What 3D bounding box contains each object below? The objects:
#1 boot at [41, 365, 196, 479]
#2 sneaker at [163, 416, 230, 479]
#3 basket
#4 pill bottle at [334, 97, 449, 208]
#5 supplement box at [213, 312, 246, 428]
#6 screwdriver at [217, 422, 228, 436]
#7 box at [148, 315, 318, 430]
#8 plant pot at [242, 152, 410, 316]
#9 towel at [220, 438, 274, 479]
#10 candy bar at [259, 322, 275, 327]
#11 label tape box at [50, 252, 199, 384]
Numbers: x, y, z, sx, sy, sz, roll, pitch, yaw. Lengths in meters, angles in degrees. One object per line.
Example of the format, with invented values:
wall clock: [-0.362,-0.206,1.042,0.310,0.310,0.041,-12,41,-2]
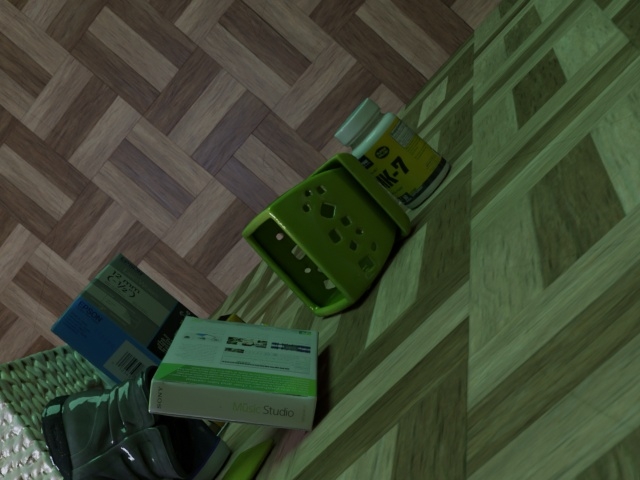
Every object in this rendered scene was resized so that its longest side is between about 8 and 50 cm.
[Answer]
boot: [-0.288,0.377,1.494,0.222,0.338,0.118,-16,6,22]
sneaker: [-0.337,0.396,1.660,0.323,0.236,0.130,-48,7,4]
basket: [-0.530,0.428,1.895,0.266,0.328,0.331,-11,-38,-57]
pill bottle: [0.136,-0.170,1.866,0.119,0.208,0.119,-48,7,8]
supplement box: [-0.202,0.263,1.972,0.191,0.129,0.194,-51,7,-14]
screwdriver: [-0.163,0.322,1.851,0.170,0.025,0.024,-49,7,-2]
box: [-0.120,0.196,1.485,0.322,0.232,0.059,-86,3,-80]
plant pot: [0.020,-0.018,1.770,0.207,0.227,0.228,-45,4,-21]
towel: [-0.146,0.392,1.411,0.102,0.021,0.237,-34,15,46]
candy bar: [-0.079,0.185,1.835,0.040,0.018,0.161,-51,33,-18]
label tape box: [-0.366,0.156,1.992,0.115,0.249,0.348,-47,7,22]
